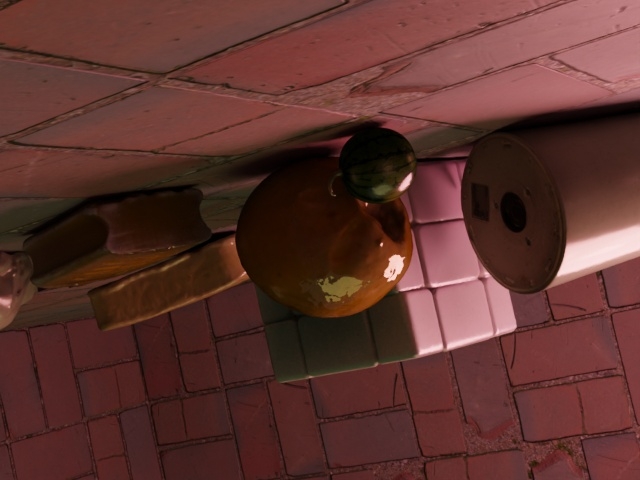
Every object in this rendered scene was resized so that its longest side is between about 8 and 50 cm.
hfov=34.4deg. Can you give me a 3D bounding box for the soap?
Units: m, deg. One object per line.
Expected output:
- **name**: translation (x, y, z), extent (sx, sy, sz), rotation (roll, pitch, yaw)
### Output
- **soap**: translation (-0.295, -0.001, 1.481), extent (0.173, 0.089, 0.274), rotation (-8, 173, -37)

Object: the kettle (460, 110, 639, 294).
- **kettle**: translation (0.422, -0.088, 1.681), extent (0.377, 0.250, 0.361), rotation (-13, -163, -24)

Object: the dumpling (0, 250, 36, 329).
- **dumpling**: translation (-0.543, 0.075, 1.687), extent (0.151, 0.124, 0.229), rotation (-54, 163, 22)

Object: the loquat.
- **loquat**: translation (0.000, 0.000, 1.406), extent (0.244, 0.244, 0.244), rotation (-13, 176, -1)

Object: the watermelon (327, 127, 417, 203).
- **watermelon**: translation (0.066, -0.094, 1.285), extent (0.109, 0.109, 0.109), rotation (-13, 176, -1)

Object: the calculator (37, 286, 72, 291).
- **calculator**: translation (-0.413, 0.044, 2.063), extent (0.294, 0.043, 0.194), rotation (-14, 176, -25)

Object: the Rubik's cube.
- **Rubik's cube**: translation (0.099, 0.050, 1.772), extent (0.322, 0.316, 0.319), rotation (-18, 173, 41)

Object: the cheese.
- **cheese**: translation (-0.324, 0.097, 2.231), extent (0.384, 0.104, 0.384), rotation (-20, 179, 0)
